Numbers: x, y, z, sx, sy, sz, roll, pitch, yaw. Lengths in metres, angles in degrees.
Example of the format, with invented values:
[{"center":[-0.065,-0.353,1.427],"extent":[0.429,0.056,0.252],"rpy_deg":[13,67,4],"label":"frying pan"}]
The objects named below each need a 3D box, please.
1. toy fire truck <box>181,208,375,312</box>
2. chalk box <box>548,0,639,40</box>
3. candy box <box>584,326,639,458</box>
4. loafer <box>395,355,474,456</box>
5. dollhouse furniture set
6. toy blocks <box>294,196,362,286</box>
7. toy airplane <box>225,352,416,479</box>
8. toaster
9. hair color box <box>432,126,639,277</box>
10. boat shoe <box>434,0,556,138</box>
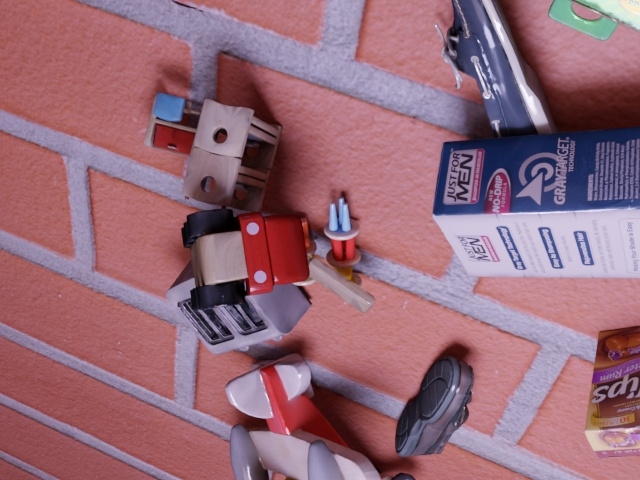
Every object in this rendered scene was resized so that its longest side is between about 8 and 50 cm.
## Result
[{"center":[-0.048,0.036,0.969],"extent":[0.217,0.246,0.159],"rpy_deg":[157,104,-75],"label":"toy fire truck"},{"center":[0.280,-0.280,0.660],"extent":[0.132,0.132,0.213],"rpy_deg":[26,132,7],"label":"chalk box"},{"center":[0.403,0.184,0.919],"extent":[0.109,0.187,0.053],"rpy_deg":[-16,117,35],"label":"candy box"},{"center":[0.197,0.270,1.172],"extent":[0.084,0.096,0.268],"rpy_deg":[13,140,-8],"label":"loafer"},{"center":[-0.169,-0.120,0.978],"extent":[0.183,0.129,0.129],"rpy_deg":[15,92,14],"label":"dollhouse furniture set"},{"center":[0.000,0.000,1.072],"extent":[0.123,0.054,0.148],"rpy_deg":[11,127,22],"label":"toy blocks"},{"center":[-0.044,0.387,1.242],"extent":[0.384,0.272,0.386],"rpy_deg":[32,150,28],"label":"toy airplane"},{"center":[-0.133,0.082,1.164],"extent":[0.168,0.110,0.186],"rpy_deg":[-21,113,36],"label":"toaster"},{"center":[0.317,-0.037,0.806],"extent":[0.347,0.105,0.174],"rpy_deg":[-1,153,27],"label":"hair color box"},{"center":[0.178,-0.204,0.802],"extent":[0.079,0.095,0.254],"rpy_deg":[-22,122,25],"label":"boat shoe"}]
